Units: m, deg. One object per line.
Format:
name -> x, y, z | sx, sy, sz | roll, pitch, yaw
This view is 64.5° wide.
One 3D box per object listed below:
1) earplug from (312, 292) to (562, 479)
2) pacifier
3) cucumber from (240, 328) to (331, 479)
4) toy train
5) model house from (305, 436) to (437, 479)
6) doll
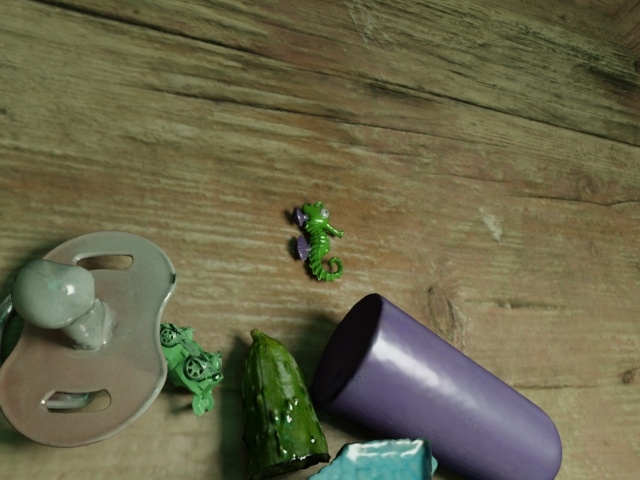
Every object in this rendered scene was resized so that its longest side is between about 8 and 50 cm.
earplug -> 0.225, 0.292, 0.897 | 0.455, 0.215, 0.215 | 31, 52, -9
pacifier -> -0.337, 0.117, 0.728 | 0.220, 0.273, 0.333 | 20, 53, -34
cucumber -> -0.075, 0.255, 0.828 | 0.134, 0.134, 0.245 | -3, 58, -27
toy train -> -0.214, 0.198, 0.814 | 0.149, 0.099, 0.081 | 39, 86, 8
model house -> 0.078, 0.430, 0.706 | 0.226, 0.262, 0.241 | 39, 33, 25
doll -> 0.000, 0.000, 1.059 | 0.115, 0.050, 0.191 | 3, 61, -16
